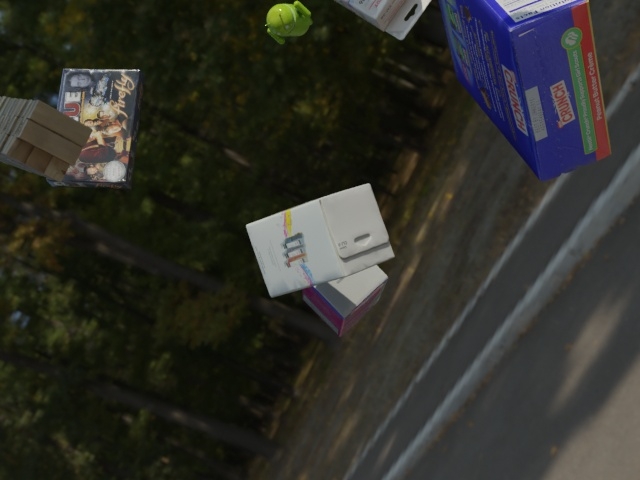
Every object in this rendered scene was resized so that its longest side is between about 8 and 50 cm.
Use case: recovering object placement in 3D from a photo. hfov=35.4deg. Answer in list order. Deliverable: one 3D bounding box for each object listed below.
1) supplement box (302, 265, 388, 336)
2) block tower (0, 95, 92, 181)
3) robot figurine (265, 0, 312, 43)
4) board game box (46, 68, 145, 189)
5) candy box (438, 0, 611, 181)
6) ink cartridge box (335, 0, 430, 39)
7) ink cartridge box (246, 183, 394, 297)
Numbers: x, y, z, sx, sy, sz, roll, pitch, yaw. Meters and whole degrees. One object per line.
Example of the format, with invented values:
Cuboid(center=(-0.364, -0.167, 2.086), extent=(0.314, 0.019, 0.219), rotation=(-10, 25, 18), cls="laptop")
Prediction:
Cuboid(center=(0.041, 0.088, 1.846), extent=(0.111, 0.114, 0.220), rotation=(-43, -8, -10), cls="supplement box")
Cuboid(center=(-0.461, -0.162, 1.538), extent=(0.335, 0.097, 0.091), rotation=(15, 77, 59), cls="block tower")
Cuboid(center=(-0.067, -0.462, 2.104), extent=(0.101, 0.067, 0.115), rotation=(-36, -12, 33), cls="robot figurine")
Cuboid(center=(-0.449, -0.225, 2.014), extent=(0.042, 0.165, 0.243), rotation=(67, -154, -73), cls="board game box")
Cuboid(center=(0.281, -0.283, 1.450), extent=(0.317, 0.122, 0.268), rotation=(-113, 1, -48), cls="candy box")
Cuboid(center=(0.097, -0.465, 1.832), extent=(0.115, 0.198, 0.067), rotation=(-55, -20, 3), cls="ink cartridge box")
Cuboid(center=(0.000, 0.000, 1.574), extent=(0.176, 0.127, 0.128), rotation=(-16, 3, 44), cls="ink cartridge box")
